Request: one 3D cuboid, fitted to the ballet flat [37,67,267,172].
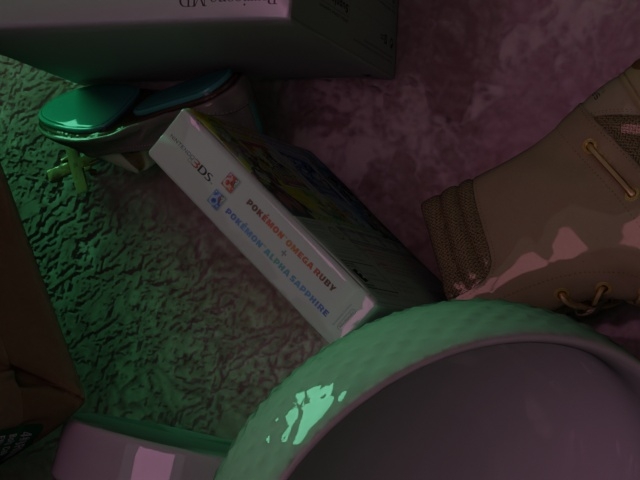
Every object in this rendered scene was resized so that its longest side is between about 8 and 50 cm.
[{"bbox_3d":[-0.126,-0.079,1.320,0.213,0.072,0.068,-3,123,42],"label":"ballet flat"}]

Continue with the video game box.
[{"bbox_3d":[0.000,0.000,1.202,0.048,0.205,0.187,-47,69,12],"label":"video game box"}]

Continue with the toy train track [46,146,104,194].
[{"bbox_3d":[-0.170,-0.063,1.382,0.083,0.014,0.048,-22,69,12],"label":"toy train track"}]

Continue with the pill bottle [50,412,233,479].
[{"bbox_3d":[-0.129,0.311,1.213,0.210,0.210,0.363,11,88,23],"label":"pill bottle"}]

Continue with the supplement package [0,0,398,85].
[{"bbox_3d":[-0.098,-0.198,1.265,0.262,0.204,0.145,0,84,21],"label":"supplement package"}]

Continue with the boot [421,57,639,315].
[{"bbox_3d":[0.196,0.036,1.177,0.203,0.095,0.262,-32,71,15],"label":"boot"}]

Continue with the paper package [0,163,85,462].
[{"bbox_3d":[-0.338,0.041,1.263,0.325,0.168,0.309,-34,76,54],"label":"paper package"}]

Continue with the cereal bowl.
[{"bbox_3d":[0.067,0.184,1.117,0.339,0.339,0.141,-60,32,6],"label":"cereal bowl"}]
